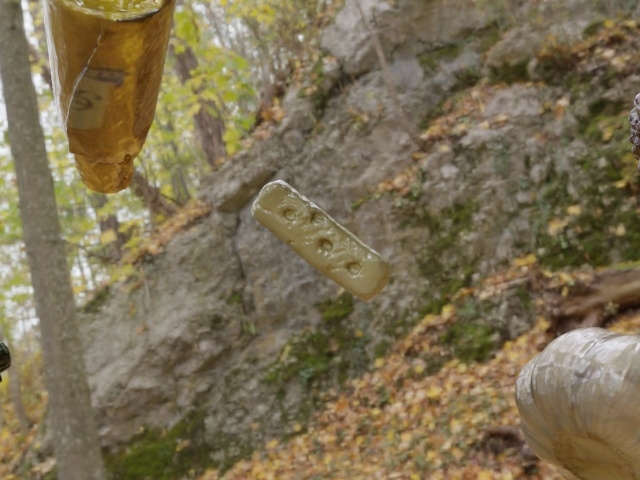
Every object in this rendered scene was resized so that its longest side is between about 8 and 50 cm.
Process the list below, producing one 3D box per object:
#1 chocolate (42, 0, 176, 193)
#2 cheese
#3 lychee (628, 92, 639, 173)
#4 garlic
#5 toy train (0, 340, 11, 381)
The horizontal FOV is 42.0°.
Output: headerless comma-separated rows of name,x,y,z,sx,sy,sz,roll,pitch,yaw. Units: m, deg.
chocolate,-0.275,-0.201,1.113,0.162,0.162,0.445,-7,-27,-18
cheese,0.000,0.000,1.023,0.065,0.194,0.043,-54,-10,5
lychee,0.374,-0.088,0.611,0.271,0.271,0.271,-12,-15,-3
garlic,0.330,0.158,0.877,0.212,0.218,0.218,-44,0,-27
toy train,-0.292,0.112,0.549,0.111,0.071,0.170,-14,11,45
